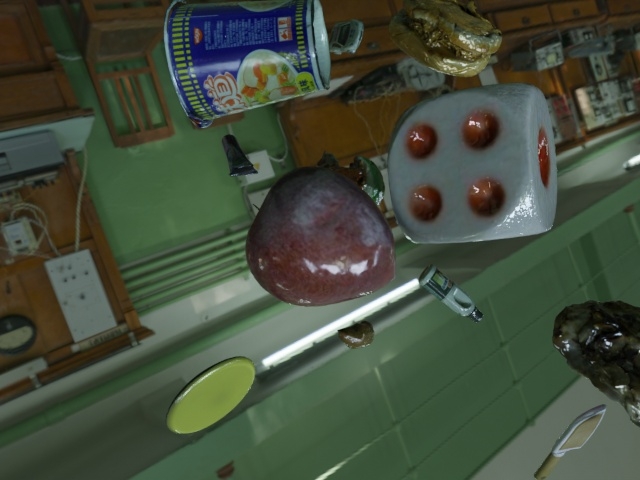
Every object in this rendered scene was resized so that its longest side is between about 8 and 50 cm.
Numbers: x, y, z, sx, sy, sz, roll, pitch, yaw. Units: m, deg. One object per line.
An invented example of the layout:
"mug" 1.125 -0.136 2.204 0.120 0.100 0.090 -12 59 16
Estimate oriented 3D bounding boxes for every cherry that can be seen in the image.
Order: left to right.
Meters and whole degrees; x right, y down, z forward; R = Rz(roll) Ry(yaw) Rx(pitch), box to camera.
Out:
"cherry" 0.000 0.000 0.911 0.261 0.307 0.221 -62 172 -17

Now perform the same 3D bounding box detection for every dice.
"dice" 0.281 -0.134 0.910 0.251 0.260 0.243 -5 -179 36

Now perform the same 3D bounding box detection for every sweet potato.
"sweet potato" 0.088 0.199 1.049 0.053 0.053 0.182 -28 168 15

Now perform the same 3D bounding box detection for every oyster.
"oyster" 0.535 0.196 0.679 0.204 0.111 0.396 -29 -128 -32

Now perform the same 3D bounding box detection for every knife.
"knife" 0.375 0.309 0.751 0.046 0.256 0.022 -5 -135 -3

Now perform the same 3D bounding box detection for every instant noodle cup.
"instant noodle cup" -0.144 -0.414 1.108 0.312 0.285 0.284 -5 -173 11

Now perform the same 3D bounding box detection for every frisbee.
"frisbee" -0.248 0.364 1.150 0.235 0.017 0.236 -32 144 -26

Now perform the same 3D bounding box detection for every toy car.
"toy car" 0.074 -0.624 1.510 0.056 0.096 0.205 10 -166 -22

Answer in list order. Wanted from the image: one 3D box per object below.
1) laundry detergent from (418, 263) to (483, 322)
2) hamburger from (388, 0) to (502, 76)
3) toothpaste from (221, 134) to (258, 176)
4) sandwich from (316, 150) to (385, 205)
"laundry detergent" 0.408 0.172 1.530 0.070 0.225 0.099 -50 177 19
"hamburger" 0.359 -0.584 1.396 0.318 0.319 0.158 -23 151 -37
"toothpaste" -0.144 -0.144 0.829 0.045 0.028 0.170 -5 -148 -18
"sandwich" 0.064 -0.140 1.171 0.109 0.159 0.185 -56 -151 23
